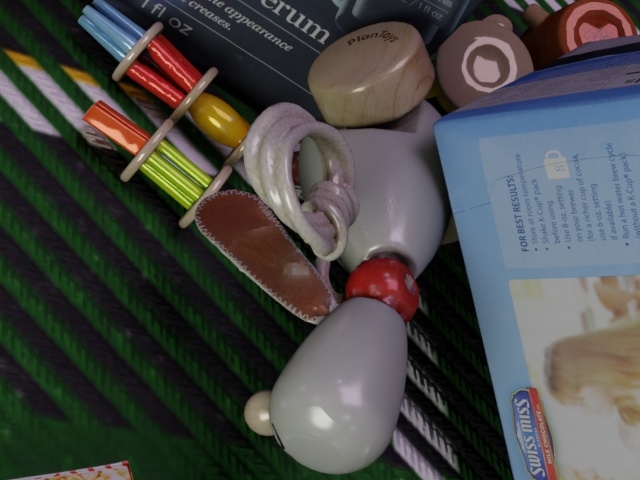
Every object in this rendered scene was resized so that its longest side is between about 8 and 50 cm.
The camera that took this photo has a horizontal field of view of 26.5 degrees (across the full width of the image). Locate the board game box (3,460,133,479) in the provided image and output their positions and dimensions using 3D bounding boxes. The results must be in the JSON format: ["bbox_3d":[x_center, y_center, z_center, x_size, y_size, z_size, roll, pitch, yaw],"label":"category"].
[{"bbox_3d":[-0.139,0.215,0.679,0.147,0.045,0.193,-1,60,-39],"label":"board game box"}]

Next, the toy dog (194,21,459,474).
[{"bbox_3d":[0.000,0.000,0.875,0.333,0.161,0.220,-44,116,-58],"label":"toy dog"}]

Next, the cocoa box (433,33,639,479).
[{"bbox_3d":[0.255,0.045,0.888,0.228,0.231,0.347,-29,109,-49],"label":"cocoa box"}]

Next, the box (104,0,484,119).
[{"bbox_3d":[0.016,-0.305,0.941,0.293,0.395,0.212,31,44,-16],"label":"box"}]

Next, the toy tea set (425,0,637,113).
[{"bbox_3d":[0.162,-0.248,1.212,0.200,0.124,0.336,-5,80,-13],"label":"toy tea set"}]

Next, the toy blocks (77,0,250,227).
[{"bbox_3d":[-0.119,-0.093,0.925,0.148,0.054,0.123,39,43,-7],"label":"toy blocks"}]
